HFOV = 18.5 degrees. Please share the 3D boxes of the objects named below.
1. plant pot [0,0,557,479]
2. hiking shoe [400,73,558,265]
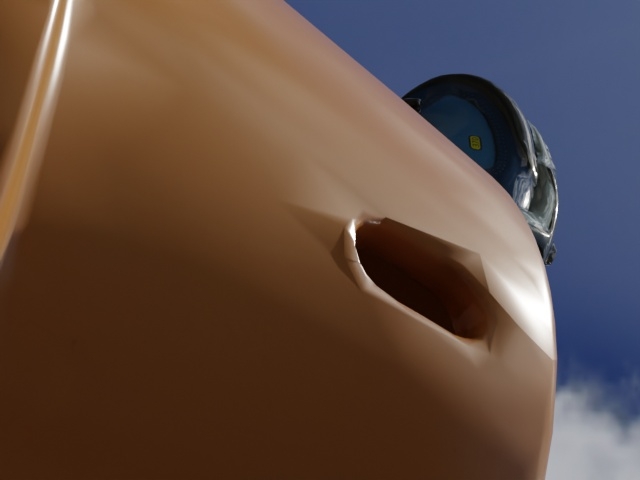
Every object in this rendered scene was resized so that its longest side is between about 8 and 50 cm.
[{"bbox_3d":[-0.085,0.038,0.457,0.203,0.291,0.291,24,-121,-24],"label":"plant pot"},{"bbox_3d":[0.000,0.000,0.746,0.113,0.132,0.304,-17,-156,35],"label":"hiking shoe"}]
